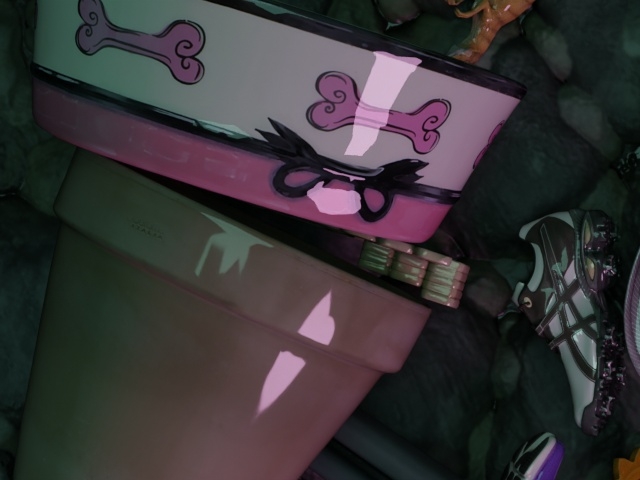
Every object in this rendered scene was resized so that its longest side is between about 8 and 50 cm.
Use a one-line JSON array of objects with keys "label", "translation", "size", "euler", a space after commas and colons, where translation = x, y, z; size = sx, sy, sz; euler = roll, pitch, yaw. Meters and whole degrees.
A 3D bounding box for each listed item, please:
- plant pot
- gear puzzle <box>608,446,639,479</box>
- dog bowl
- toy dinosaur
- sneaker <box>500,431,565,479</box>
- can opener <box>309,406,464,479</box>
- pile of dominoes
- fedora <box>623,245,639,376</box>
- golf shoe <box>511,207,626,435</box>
[{"label": "plant pot", "translation": [-0.109, 0.110, 1.600], "size": [0.323, 0.323, 0.280], "euler": [25, 90, 9]}, {"label": "gear puzzle", "translation": [0.250, 0.342, 1.638], "size": [0.175, 0.044, 0.339], "euler": [6, 85, -33]}, {"label": "dog bowl", "translation": [-0.050, -0.116, 1.575], "size": [0.408, 0.408, 0.150], "euler": [19, 95, 9]}, {"label": "toy dinosaur", "translation": [0.179, -0.236, 1.728], "size": [0.211, 0.064, 0.112], "euler": [-40, 100, 12]}, {"label": "sneaker", "translation": [0.184, 0.249, 1.689], "size": [0.071, 0.068, 0.170], "euler": [14, 96, -7]}, {"label": "can opener", "translation": [0.084, 0.223, 1.647], "size": [0.280, 0.093, 0.074], "euler": [35, 106, 30]}, {"label": "pile of dominoes", "translation": [0.000, 0.000, 1.656], "size": [0.251, 0.196, 0.040], "euler": [18, 90, 10]}, {"label": "fedora", "translation": [0.391, 0.039, 1.623], "size": [0.243, 0.124, 0.275], "euler": [38, 88, 0]}, {"label": "golf shoe", "translation": [0.214, 0.072, 1.691], "size": [0.094, 0.077, 0.198], "euler": [-4, 78, 18]}]
